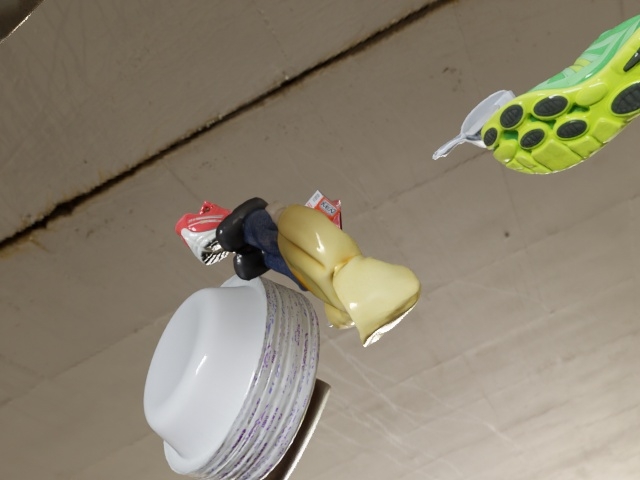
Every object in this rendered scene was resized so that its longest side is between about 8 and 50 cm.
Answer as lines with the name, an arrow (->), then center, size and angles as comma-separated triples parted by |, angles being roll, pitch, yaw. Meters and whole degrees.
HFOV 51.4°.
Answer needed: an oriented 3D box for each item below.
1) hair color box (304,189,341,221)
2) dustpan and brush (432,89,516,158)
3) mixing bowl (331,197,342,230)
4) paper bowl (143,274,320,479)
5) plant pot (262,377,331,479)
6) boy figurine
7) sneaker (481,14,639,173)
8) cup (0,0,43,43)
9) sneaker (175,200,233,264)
hair color box -> -0.029, -0.017, 1.155 | 0.043, 0.072, 0.141 | 38, -84, -14
dustpan and brush -> 0.339, -0.238, 1.455 | 0.060, 0.147, 0.211 | 31, -60, -30
mixing bowl -> 0.000, 0.000, 1.476 | 0.098, 0.181, 0.181 | -4, -40, 4
paper bowl -> -0.135, 0.178, 0.908 | 0.148, 0.284, 0.284 | 27, -62, -25
plant pot -> -0.111, 0.369, 1.289 | 0.216, 0.230, 0.215 | 14, -20, 5
boy figurine -> 0.000, 0.039, 0.736 | 0.092, 0.285, 0.177 | -38, -54, -20
sneaker -> 0.330, -0.175, 0.784 | 0.296, 0.109, 0.123 | -31, 7, 36
cup -> -0.323, -0.283, 0.440 | 0.331, 0.331, 0.237 | -35, -40, 9
sneaker -> -0.195, -0.041, 1.396 | 0.107, 0.118, 0.279 | -56, -15, 22
